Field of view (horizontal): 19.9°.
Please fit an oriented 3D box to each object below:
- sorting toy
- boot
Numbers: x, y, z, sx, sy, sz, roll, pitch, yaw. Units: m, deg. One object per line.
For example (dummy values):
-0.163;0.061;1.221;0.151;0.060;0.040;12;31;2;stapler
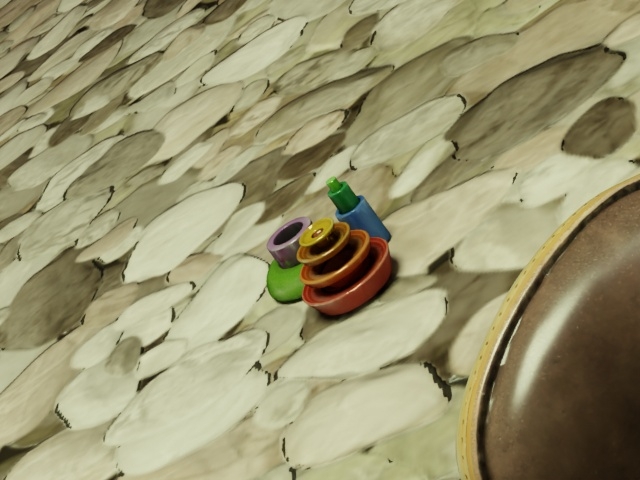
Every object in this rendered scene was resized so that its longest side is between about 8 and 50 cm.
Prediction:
0.000;0.000;0.887;0.061;0.042;0.102;-42;23;-14;sorting toy
0.174;0.014;0.546;0.248;0.090;0.207;-39;20;-17;boot
